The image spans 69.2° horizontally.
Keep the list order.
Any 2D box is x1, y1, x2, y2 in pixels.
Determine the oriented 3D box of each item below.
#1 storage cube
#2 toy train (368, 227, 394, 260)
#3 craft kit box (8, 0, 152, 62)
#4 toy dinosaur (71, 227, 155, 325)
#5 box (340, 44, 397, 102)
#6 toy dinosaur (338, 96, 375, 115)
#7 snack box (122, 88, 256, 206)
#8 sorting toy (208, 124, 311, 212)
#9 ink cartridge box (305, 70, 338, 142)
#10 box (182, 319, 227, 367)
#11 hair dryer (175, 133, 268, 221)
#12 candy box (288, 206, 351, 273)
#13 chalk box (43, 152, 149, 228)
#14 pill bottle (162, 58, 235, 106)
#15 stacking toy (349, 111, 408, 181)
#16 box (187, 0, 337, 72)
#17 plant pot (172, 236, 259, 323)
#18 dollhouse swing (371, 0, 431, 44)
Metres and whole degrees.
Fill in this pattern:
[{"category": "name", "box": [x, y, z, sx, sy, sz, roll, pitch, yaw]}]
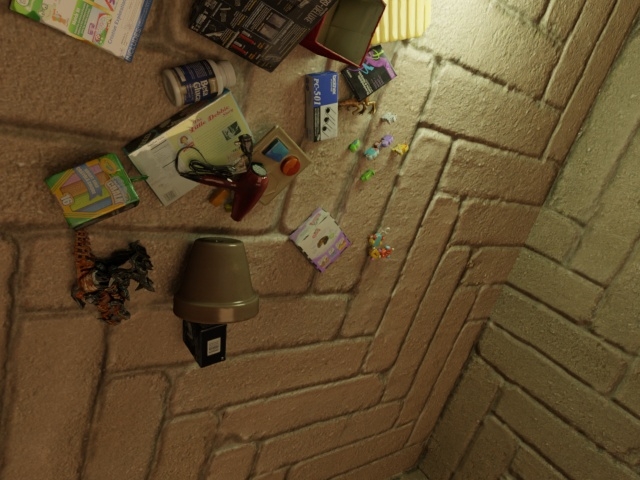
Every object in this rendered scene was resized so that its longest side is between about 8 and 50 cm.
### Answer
[{"category": "storage cube", "box": [0.023, -0.608, 1.258, 0.215, 0.193, 0.183, 8, 111, -46]}, {"category": "toy train", "box": [0.247, 0.017, 1.939, 0.125, 0.046, 0.166, -31, 134, -22]}, {"category": "craft kit box", "box": [-0.492, -0.553, 0.994, 0.247, 0.061, 0.249, 14, 106, -45]}, {"category": "toy dinosaur", "box": [-0.582, 0.103, 1.271, 0.219, 0.164, 0.321, -17, 146, -11]}, {"category": "box", "box": [0.158, -0.540, 1.501, 0.162, 0.029, 0.116, -39, 108, -12]}, {"category": "toy dinosaur", "box": [0.149, -0.477, 1.540, 0.211, 0.064, 0.112, -40, 133, -13]}, {"category": "snack box", "box": [-0.350, -0.259, 1.281, 0.322, 0.060, 0.187, -37, 136, -14]}, {"category": "sorting toy", "box": [-0.184, -0.188, 1.433, 0.307, 0.041, 0.229, -43, 146, 5]}, {"category": "ink cartridge box", "box": [0.004, -0.423, 1.471, 0.097, 0.046, 0.207, -20, 127, -30]}, {"category": "box", "box": [-0.385, 0.305, 1.534, 0.093, 0.158, 0.155, -12, 122, -34]}, {"category": "hair dryer", "box": [-0.262, -0.172, 1.329, 0.224, 0.080, 0.293, -13, 134, 3]}, {"category": "candy box", "box": [0.000, 0.000, 1.713, 0.165, 0.070, 0.196, -45, 135, -7]}, {"category": "chalk box", "box": [-0.531, -0.127, 1.138, 0.213, 0.132, 0.132, -29, 99, -22]}, {"category": "pill bottle", "box": [-0.310, -0.411, 1.195, 0.170, 0.094, 0.094, -26, 129, -24]}, {"category": "stacking toy", "box": [0.214, -0.336, 1.687, 0.221, 0.052, 0.167, -41, 134, -10]}, {"category": "box", "box": [-0.134, -0.562, 1.092, 0.243, 0.307, 0.076, 18, 59, -33]}, {"category": "plant pot", "box": [-0.314, 0.112, 1.434, 0.263, 0.263, 0.229, -1, 99, -38]}, {"category": "dollhouse swing", "box": [0.278, -0.763, 1.324, 0.347, 0.315, 0.304, -21, 107, -28]}]
